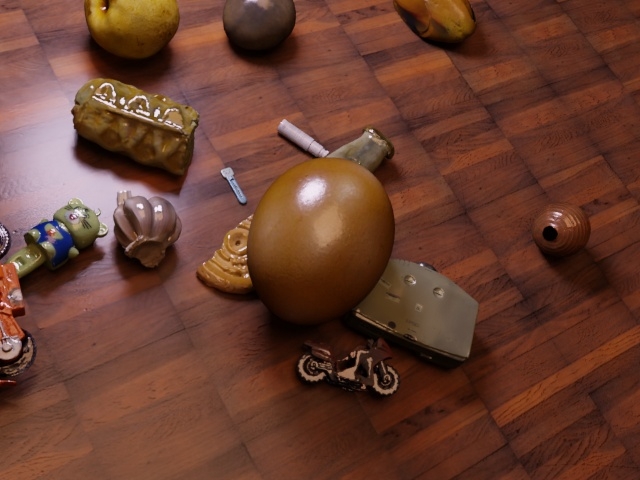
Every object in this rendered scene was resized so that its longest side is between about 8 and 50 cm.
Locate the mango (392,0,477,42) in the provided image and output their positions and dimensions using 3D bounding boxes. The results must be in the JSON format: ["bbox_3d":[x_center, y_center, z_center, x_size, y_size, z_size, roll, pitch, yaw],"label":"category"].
[{"bbox_3d":[0.328,-0.638,2.130,0.166,0.136,0.236,-28,79,-33],"label":"mango"}]

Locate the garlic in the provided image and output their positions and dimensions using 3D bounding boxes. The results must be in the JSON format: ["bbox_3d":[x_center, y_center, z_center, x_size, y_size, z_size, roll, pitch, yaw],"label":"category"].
[{"bbox_3d":[-0.357,-0.047,1.586,0.131,0.127,0.194,25,20,-40],"label":"garlic"}]

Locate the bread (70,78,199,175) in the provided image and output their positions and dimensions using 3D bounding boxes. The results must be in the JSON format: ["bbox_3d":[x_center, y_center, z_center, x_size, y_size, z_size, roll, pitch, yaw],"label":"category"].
[{"bbox_3d":[-0.393,-0.248,1.668,0.267,0.130,0.152,19,66,-8],"label":"bread"}]

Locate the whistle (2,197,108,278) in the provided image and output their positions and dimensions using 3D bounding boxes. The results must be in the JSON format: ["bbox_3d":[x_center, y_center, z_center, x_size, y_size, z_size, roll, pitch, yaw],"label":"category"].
[{"bbox_3d":[-0.514,0.001,1.510,0.105,0.085,0.227,43,58,11],"label":"whistle"}]

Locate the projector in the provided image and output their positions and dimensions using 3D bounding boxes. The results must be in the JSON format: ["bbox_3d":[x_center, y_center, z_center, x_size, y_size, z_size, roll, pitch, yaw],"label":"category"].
[{"bbox_3d":[0.196,0.143,1.671,0.269,0.088,0.194,23,57,-5],"label":"projector"}]

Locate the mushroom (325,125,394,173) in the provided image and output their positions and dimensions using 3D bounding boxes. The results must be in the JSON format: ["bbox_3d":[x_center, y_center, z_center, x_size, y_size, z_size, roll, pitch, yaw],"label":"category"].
[{"bbox_3d":[0.046,-0.158,1.798,0.312,0.081,0.100,-38,76,-27],"label":"mushroom"}]

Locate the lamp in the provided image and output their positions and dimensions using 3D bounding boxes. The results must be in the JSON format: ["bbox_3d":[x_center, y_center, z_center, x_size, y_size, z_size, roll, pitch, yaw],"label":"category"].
[{"bbox_3d":[0.571,-0.025,1.865,0.136,0.136,0.136,8,60,-14],"label":"lamp"}]

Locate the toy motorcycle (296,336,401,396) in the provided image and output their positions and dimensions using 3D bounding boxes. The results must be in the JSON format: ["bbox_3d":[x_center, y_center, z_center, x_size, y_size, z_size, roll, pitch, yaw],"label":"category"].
[{"bbox_3d":[0.059,0.242,1.575,0.212,0.084,0.118,11,67,-7],"label":"toy motorcycle"}]

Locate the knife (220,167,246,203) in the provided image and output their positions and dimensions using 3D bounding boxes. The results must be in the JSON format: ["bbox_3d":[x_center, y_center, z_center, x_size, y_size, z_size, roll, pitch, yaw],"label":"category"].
[{"bbox_3d":[-0.189,-0.121,1.734,0.027,0.010,0.096,-21,71,-27],"label":"knife"}]

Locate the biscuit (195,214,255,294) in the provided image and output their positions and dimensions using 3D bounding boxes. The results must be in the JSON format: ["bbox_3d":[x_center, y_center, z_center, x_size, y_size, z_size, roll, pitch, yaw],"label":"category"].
[{"bbox_3d":[-0.145,0.034,1.649,0.144,0.033,0.224,42,58,7],"label":"biscuit"}]

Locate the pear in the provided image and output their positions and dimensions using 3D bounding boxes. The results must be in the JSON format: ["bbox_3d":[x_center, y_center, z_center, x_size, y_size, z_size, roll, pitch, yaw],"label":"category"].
[{"bbox_3d":[-0.418,-0.509,1.767,0.208,0.209,0.209,8,60,-14],"label":"pear"}]

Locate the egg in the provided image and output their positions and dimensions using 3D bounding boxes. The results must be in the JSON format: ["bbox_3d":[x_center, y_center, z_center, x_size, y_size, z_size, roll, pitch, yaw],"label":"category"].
[{"bbox_3d":[0.000,0.000,1.545,0.282,0.282,0.351,23,62,-6],"label":"egg"}]

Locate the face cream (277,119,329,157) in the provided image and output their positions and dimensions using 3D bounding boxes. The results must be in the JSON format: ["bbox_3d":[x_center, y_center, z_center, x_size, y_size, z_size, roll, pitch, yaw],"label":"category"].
[{"bbox_3d":[-0.039,-0.233,1.834,0.130,0.034,0.034,34,57,3],"label":"face cream"}]

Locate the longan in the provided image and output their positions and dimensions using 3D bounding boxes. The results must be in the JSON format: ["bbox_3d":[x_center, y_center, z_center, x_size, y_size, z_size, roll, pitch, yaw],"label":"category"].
[{"bbox_3d":[-0.149,-0.546,1.905,0.187,0.167,0.167,-39,79,-10],"label":"longan"}]

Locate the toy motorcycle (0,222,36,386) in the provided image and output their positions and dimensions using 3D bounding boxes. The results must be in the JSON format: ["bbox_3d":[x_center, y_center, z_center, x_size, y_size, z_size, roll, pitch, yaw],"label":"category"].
[{"bbox_3d":[-0.631,0.116,1.368,0.221,0.148,0.326,-13,68,-23],"label":"toy motorcycle"}]
